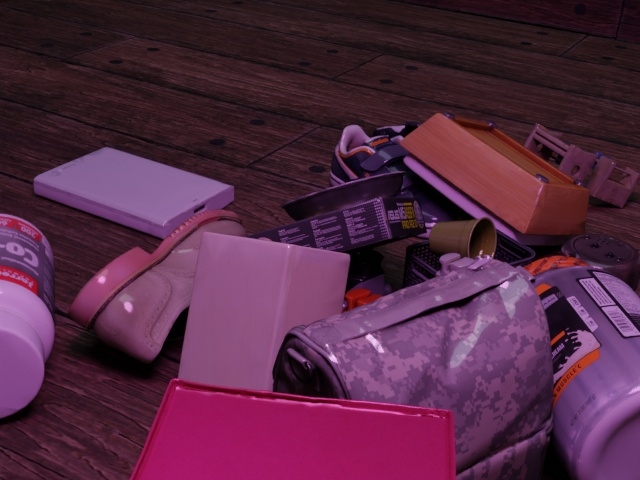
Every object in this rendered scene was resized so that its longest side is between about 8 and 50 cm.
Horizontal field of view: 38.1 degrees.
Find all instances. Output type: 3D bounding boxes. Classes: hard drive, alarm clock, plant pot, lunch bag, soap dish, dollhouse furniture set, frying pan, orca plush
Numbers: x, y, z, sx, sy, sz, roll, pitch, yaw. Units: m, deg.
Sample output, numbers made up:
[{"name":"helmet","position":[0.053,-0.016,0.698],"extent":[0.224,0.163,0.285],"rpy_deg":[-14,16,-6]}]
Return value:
[{"name":"hard drive","position":[-0.343,-0.093,1.706],"extent":[0.308,0.040,0.203],"rpy_deg":[18,31,26]},{"name":"alarm clock","position":[0.475,0.033,1.526],"extent":[0.192,0.064,0.129],"rpy_deg":[-7,29,-26]},{"name":"plant pot","position":[0.206,0.001,1.366],"extent":[0.079,0.083,0.083],"rpy_deg":[10,26,39]},{"name":"lunch bag","position":[0.101,0.169,1.000],"extent":[0.305,0.256,0.212],"rpy_deg":[-16,34,-30]},{"name":"soap dish","position":[0.310,-0.110,1.608],"extent":[0.291,0.118,0.229],"rpy_deg":[41,24,32]},{"name":"dollhouse furniture set","position":[0.485,-0.120,1.784],"extent":[0.184,0.129,0.129],"rpy_deg":[17,18,-29]},{"name":"frying pan","position":[0.033,-0.062,1.466],"extent":[0.197,0.053,0.326],"rpy_deg":[-15,-2,-4]},{"name":"orca plush","position":[0.234,-0.153,1.871],"extent":[0.287,0.102,0.151],"rpy_deg":[17,-16,5]}]

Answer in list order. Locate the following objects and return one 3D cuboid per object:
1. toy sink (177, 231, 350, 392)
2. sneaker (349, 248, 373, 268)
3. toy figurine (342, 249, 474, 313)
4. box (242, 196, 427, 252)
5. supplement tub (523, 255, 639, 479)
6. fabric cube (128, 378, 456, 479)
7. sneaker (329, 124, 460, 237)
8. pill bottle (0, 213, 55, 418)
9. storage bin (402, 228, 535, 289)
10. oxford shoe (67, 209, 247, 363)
[{"name":"toy sink","position":[-0.070,0.117,1.165],"extent":[0.153,0.234,0.131],"rpy_deg":[7,-2,40]},{"name":"sneaker","position":[0.043,-0.024,1.569],"extent":[0.106,0.078,0.234],"rpy_deg":[8,30,3]},{"name":"toy figurine","position":[0.123,0.115,1.251],"extent":[0.213,0.148,0.209],"rpy_deg":[0,22,0]},{"name":"box","position":[0.000,0.000,1.344],"extent":[0.270,0.060,0.216],"rpy_deg":[-16,-4,20]},{"name":"supplement tub","position":[0.336,0.158,1.123],"extent":[0.194,0.193,0.316],"rpy_deg":[-2,27,-10]},{"name":"fabric cube","position":[-0.031,0.299,0.744],"extent":[0.259,0.258,0.254],"rpy_deg":[6,28,6]},{"name":"sneaker","position":[0.131,-0.114,1.705],"extent":[0.126,0.127,0.321],"rpy_deg":[-17,35,-37]},{"name":"pill bottle","position":[-0.428,0.093,1.205],"extent":[0.161,0.161,0.283],"rpy_deg":[-5,28,-14]},{"name":"storage bin","position":[0.228,0.052,1.435],"extent":[0.180,0.084,0.122],"rpy_deg":[-13,31,-30]},{"name":"oxford shoe","position":[-0.199,0.069,1.355],"extent":[0.146,0.140,0.397],"rpy_deg":[42,31,6]}]
